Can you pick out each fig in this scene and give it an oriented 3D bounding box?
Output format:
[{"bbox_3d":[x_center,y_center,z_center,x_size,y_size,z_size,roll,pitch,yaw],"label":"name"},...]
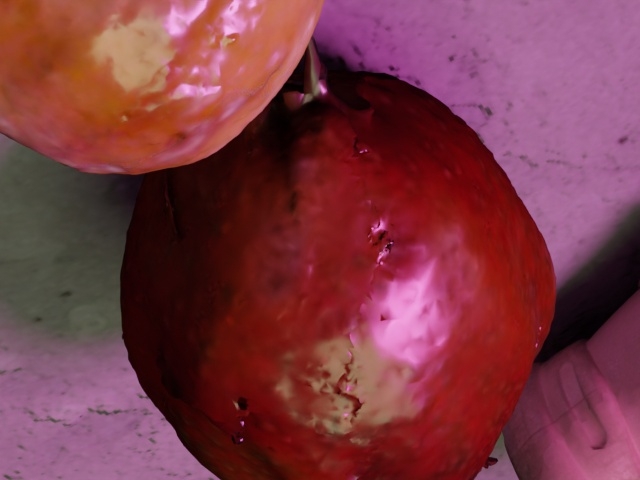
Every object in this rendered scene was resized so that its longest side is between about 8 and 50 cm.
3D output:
[{"bbox_3d":[-0.032,-0.137,0.567,0.257,0.159,0.159,-46,142,5],"label":"fig"}]

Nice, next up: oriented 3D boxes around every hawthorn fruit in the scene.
[{"bbox_3d":[0.000,0.000,0.739,0.181,0.181,0.235,-19,133,-4],"label":"hawthorn fruit"}]

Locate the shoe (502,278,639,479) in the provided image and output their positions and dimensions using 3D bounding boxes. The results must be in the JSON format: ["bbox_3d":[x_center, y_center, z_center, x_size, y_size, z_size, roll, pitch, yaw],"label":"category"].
[{"bbox_3d":[0.279,0.096,1.002,0.351,0.172,0.198,8,133,-39],"label":"shoe"}]
